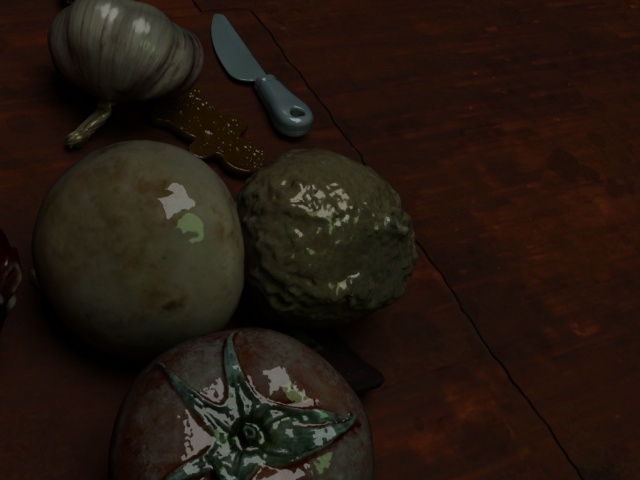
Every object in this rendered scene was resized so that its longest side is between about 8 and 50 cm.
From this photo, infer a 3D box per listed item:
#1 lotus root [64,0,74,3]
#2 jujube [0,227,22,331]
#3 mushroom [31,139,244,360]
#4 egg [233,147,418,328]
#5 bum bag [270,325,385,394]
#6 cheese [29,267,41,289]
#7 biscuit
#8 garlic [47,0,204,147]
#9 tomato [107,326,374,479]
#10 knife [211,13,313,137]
[{"bbox_3d":[-0.376,-0.454,2.052,0.090,0.077,0.183,42,47,13],"label":"lotus root"},{"bbox_3d":[-0.522,0.085,1.379,0.258,0.258,0.376,38,51,9],"label":"jujube"},{"bbox_3d":[-0.222,0.008,1.586,0.297,0.297,0.290,39,18,10],"label":"mushroom"},{"bbox_3d":[0.000,0.000,1.670,0.310,0.279,0.279,22,33,-55],"label":"egg"},{"bbox_3d":[0.006,0.171,1.691,0.109,0.026,0.159,-10,40,-38],"label":"bum bag"},{"bbox_3d":[-0.372,0.036,1.638,0.044,0.030,0.083,34,49,-4],"label":"cheese"},{"bbox_3d":[-0.178,-0.171,1.925,0.205,0.031,0.138,36,48,9],"label":"biscuit"},{"bbox_3d":[-0.327,-0.252,1.829,0.245,0.245,0.253,22,79,-7],"label":"garlic"},{"bbox_3d":[-0.094,0.260,1.377,0.317,0.282,0.316,3,66,-6],"label":"tomato"},{"bbox_3d":[-0.123,-0.296,2.070,0.080,0.044,0.331,-20,55,-30],"label":"knife"}]
